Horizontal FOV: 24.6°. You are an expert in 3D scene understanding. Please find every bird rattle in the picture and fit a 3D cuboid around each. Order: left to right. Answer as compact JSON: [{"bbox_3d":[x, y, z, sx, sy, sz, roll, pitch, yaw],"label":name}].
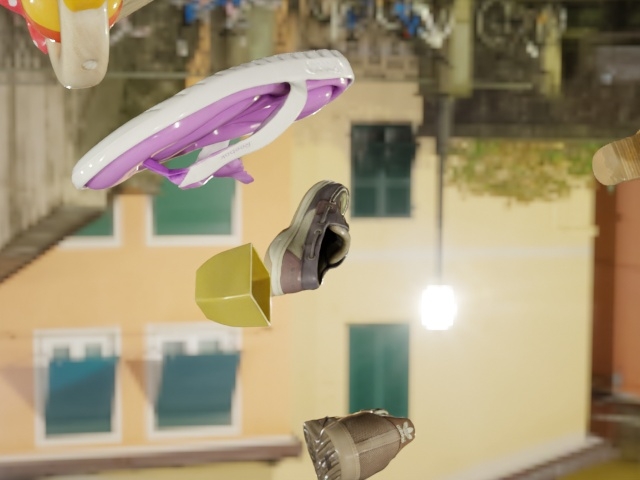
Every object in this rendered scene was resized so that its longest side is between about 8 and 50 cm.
[{"bbox_3d":[-0.210,-0.214,1.149,0.143,0.207,0.253,-2,149,-22],"label":"bird rattle"}]

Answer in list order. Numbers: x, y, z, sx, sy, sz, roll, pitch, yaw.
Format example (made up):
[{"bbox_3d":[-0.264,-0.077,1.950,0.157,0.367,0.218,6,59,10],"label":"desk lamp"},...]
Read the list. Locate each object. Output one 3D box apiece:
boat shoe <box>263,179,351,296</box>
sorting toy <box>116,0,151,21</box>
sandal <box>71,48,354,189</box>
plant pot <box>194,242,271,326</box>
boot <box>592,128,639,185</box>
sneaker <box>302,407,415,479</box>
[{"bbox_3d":[0.000,0.000,2.146,0.092,0.103,0.285,9,-152,16],"label":"boat shoe"},{"bbox_3d":[-0.268,-0.432,1.900,0.229,0.041,0.307,-27,140,8],"label":"sorting toy"},{"bbox_3d":[-0.083,-0.117,1.567,0.416,0.102,0.169,-27,172,-47],"label":"sandal"},{"bbox_3d":[-0.114,0.062,1.862,0.083,0.081,0.081,-10,145,12],"label":"plant pot"},{"bbox_3d":[0.489,-0.137,1.775,0.211,0.104,0.295,-17,179,-28],"label":"boot"},{"bbox_3d":[0.033,0.175,1.230,0.071,0.066,0.188,-15,177,-10],"label":"sneaker"}]
